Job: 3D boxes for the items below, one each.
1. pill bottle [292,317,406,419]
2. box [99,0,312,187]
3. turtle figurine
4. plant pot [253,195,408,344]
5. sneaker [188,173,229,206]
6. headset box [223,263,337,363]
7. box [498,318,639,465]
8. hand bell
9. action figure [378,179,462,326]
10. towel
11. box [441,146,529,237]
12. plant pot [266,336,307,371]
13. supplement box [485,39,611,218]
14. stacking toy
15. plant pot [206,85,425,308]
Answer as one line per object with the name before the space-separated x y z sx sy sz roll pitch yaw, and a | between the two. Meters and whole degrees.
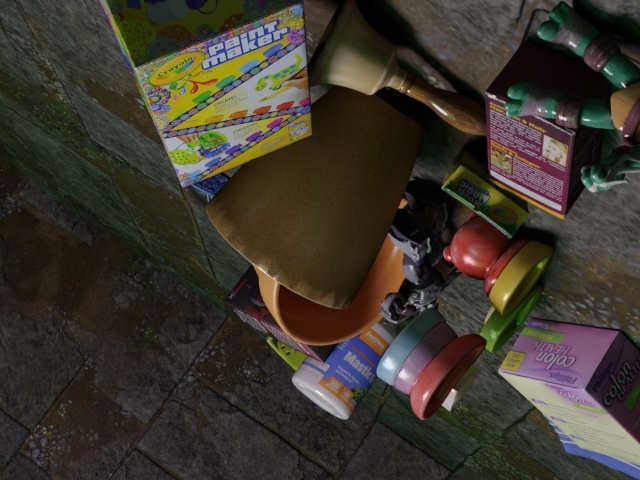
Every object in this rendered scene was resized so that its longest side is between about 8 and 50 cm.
pill bottle | 0.074 0.236 2.027 0.152 0.272 0.152 34 164 11
box | -0.147 -0.264 1.040 0.279 0.177 0.290 87 159 -69
turtle figurine | 0.288 -0.115 0.836 0.234 0.175 0.118 35 -176 33
plant pot | 0.000 0.000 1.556 0.203 0.291 0.291 44 173 43
sneaker | -0.199 -0.084 2.053 0.232 0.081 0.090 40 168 11
headset box | -0.031 0.116 2.004 0.293 0.218 0.110 21 158 46
box | 0.462 0.254 1.558 0.243 0.117 0.213 42 163 -21
hand bell | 0.110 -0.183 1.120 0.242 0.126 0.126 27 165 -9
action figure | 0.163 0.044 1.495 0.099 0.185 0.285 31 153 31
towel | 0.540 0.378 1.889 0.243 0.040 0.336 16 155 48
box | 0.206 -0.062 1.170 0.105 0.043 0.179 36 -161 0
plant pot | 0.018 0.249 2.288 0.207 0.228 0.227 29 164 50
supplement box | 0.245 -0.117 1.021 0.104 0.080 0.188 30 163 23
stacking toy | 0.209 0.116 1.429 0.130 0.309 0.279 39 176 20
plant pot | 0.015 -0.083 1.239 0.237 0.254 0.237 33 -166 -9
